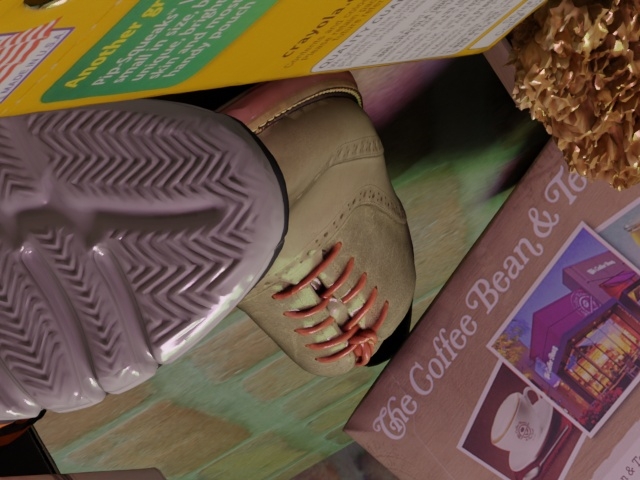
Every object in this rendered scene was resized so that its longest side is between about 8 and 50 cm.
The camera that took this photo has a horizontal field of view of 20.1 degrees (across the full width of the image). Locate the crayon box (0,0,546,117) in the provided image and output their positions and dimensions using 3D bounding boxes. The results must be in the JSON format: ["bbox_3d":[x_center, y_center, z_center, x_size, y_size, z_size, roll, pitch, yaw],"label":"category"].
[{"bbox_3d":[0.017,-0.133,0.538,0.203,0.083,0.323,-38,167,34],"label":"crayon box"}]

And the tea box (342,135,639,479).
[{"bbox_3d":[0.235,0.015,1.069,0.323,0.220,0.329,-33,160,-54],"label":"tea box"}]

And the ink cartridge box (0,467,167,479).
[{"bbox_3d":[-0.159,0.182,0.821,0.158,0.092,0.218,-38,160,16],"label":"ink cartridge box"}]

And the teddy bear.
[{"bbox_3d":[0.198,-0.176,0.750,0.338,0.113,0.245,-52,169,31],"label":"teddy bear"}]

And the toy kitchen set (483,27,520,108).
[{"bbox_3d":[0.116,-0.122,0.851,0.068,0.075,0.083,-25,167,-31],"label":"toy kitchen set"}]

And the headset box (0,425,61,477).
[{"bbox_3d":[-0.281,0.176,0.999,0.246,0.131,0.283,-26,167,-23],"label":"headset box"}]

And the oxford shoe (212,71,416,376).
[{"bbox_3d":[0.000,0.000,0.943,0.123,0.130,0.348,-32,169,8],"label":"oxford shoe"}]

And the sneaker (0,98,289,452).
[{"bbox_3d":[-0.142,0.027,0.797,0.321,0.125,0.180,-22,176,18],"label":"sneaker"}]
